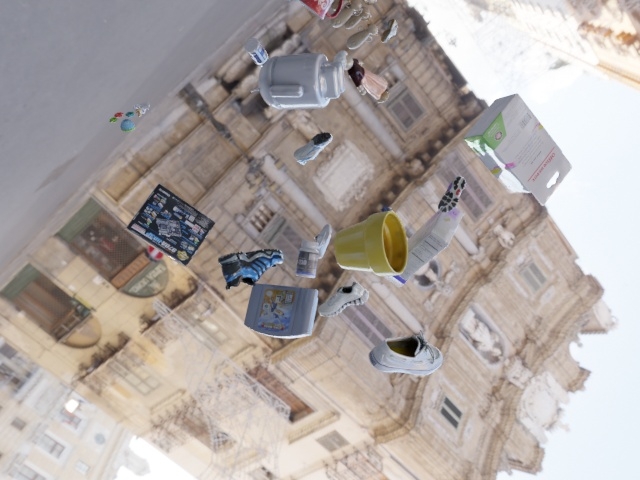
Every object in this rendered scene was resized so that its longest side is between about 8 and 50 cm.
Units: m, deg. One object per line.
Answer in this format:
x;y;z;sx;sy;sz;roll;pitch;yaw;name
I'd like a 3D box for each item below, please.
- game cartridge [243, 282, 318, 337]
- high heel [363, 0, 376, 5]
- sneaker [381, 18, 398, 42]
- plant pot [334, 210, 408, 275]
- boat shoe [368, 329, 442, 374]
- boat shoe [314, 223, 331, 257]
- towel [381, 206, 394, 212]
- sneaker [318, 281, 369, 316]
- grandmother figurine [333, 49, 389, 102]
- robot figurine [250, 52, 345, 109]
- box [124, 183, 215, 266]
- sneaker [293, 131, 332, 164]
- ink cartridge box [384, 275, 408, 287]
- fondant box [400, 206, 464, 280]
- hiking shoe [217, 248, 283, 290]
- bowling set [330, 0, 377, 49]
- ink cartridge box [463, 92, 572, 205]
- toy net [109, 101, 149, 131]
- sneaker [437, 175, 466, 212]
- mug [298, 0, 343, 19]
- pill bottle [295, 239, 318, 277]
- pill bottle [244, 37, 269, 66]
-0.158;0.273;1.806;0.296;0.062;0.198;2;-112;29;game cartridge
0.071;-0.810;1.378;0.093;0.261;0.186;-41;159;-4;high heel
0.213;-0.627;1.418;0.031;0.037;0.083;18;-103;43;sneaker
0.193;0.022;1.875;0.238;0.254;0.254;-8;-145;31;plant pot
0.363;0.415;1.799;0.157;0.366;0.136;-56;-142;31;boat shoe
0.000;0.000;2.363;0.184;0.063;0.066;-68;-151;20;boat shoe
0.359;-0.125;2.370;0.029;0.067;0.120;-59;-135;32;towel
0.102;0.299;2.425;0.292;0.118;0.110;-29;-147;22;sneaker
0.195;-0.811;2.283;0.104;0.342;0.208;-37;-130;32;grandmother figurine
-0.088;-0.609;1.802;0.352;0.200;0.300;3;-151;18;robot figurine
-0.474;-0.046;1.494;0.175;0.220;0.051;-61;-160;-18;box
-0.025;-0.429;2.187;0.237;0.086;0.085;-24;-140;41;sneaker
0.345;0.155;2.374;0.045;0.206;0.208;-53;172;-12;ink cartridge box
0.472;0.004;2.082;0.238;0.096;0.330;-51;180;-40;fondant box
-0.257;0.106;1.779;0.113;0.132;0.303;-12;176;42;hiking shoe
0.126;-0.970;1.941;0.154;0.287;0.200;-19;-140;43;bowling set
0.693;-0.306;1.637;0.207;0.353;0.119;-49;-163;-9;ink cartridge box
-0.949;-0.630;2.361;0.045;0.121;0.232;92;17;-44;toy net
0.540;-0.185;1.930;0.170;0.068;0.071;-55;-178;-7;sneaker
0.018;-0.861;1.608;0.169;0.113;0.150;-53;166;18;mug
-0.049;0.071;1.803;0.078;0.078;0.137;0;-99;65;pill bottle
-0.260;-0.776;1.945;0.067;0.067;0.120;-42;156;4;pill bottle
